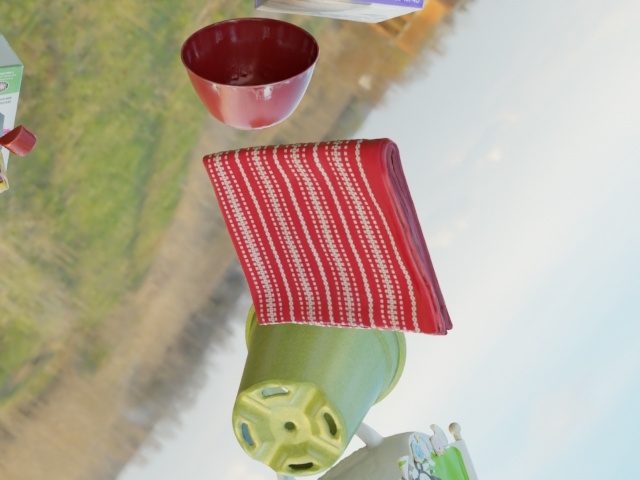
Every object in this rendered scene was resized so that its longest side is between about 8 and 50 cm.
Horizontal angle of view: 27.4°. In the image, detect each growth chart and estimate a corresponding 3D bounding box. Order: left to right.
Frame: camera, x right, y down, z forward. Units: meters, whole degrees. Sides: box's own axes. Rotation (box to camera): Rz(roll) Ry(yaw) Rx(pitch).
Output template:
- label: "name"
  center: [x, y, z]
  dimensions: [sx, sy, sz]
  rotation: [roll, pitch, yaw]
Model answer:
- label: "growth chart"
  center: [0.139, 0.312, 1.535]
  dimensions: [0.021, 0.172, 0.237]
  rotation: [-24, 179, 30]

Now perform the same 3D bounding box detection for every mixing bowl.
- label: "mixing bowl"
  center: [-0.092, -0.211, 1.740]
  dimensions: [0.181, 0.181, 0.098]
  rotation: [-55, 154, -46]

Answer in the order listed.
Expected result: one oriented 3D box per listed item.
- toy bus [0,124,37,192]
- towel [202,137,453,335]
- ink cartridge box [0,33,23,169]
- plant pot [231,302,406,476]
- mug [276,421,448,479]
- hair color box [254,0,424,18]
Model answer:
- label: "toy bus"
  center: [-0.456, -0.125, 1.567]
  dimensions: [0.202, 0.190, 0.104]
  rotation: [-51, -135, 37]
- label: "towel"
  center: [0.000, 0.000, 1.273]
  dimensions: [0.031, 0.199, 0.274]
  rotation: [-31, -160, -38]
- label: "ink cartridge box"
  center: [-0.543, -0.192, 1.964]
  dimensions: [0.154, 0.093, 0.212]
  rotation: [-13, 141, -36]
- label: "plant pot"
  center: [-0.019, 0.226, 2.064]
  dimensions: [0.276, 0.276, 0.254]
  rotation: [-53, -174, 30]
- label: "mug"
  center: [0.080, 0.485, 2.439]
  dimensions: [0.328, 0.374, 0.276]
  rotation: [-46, 176, 21]
- label: "hair color box"
  center: [0.020, -0.355, 1.743]
  dimensions: [0.339, 0.185, 0.110]
  rotation: [-146, -119, -81]
